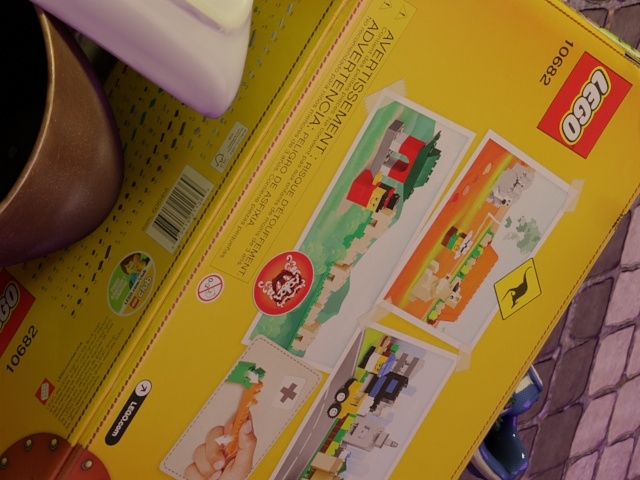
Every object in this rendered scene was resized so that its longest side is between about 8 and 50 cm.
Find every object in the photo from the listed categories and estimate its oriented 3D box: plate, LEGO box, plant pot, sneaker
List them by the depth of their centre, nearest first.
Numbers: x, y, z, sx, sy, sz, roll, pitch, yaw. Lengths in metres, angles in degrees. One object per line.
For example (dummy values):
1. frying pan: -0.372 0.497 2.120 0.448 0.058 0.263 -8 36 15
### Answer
1. plate: -0.102 -0.248 1.213 0.278 0.045 0.277 32 61 -54
2. plant pot: -0.221 -0.068 1.275 0.215 0.215 0.230 -63 160 -1
3. LEGO box: 0.000 0.000 1.489 0.372 0.193 0.500 27 97 -44
4. sneaker: 0.170 0.106 1.963 0.112 0.131 0.296 -29 133 -38

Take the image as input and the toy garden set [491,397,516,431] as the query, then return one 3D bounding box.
1. toy garden set: 0.114 0.138 1.835 0.049 0.244 0.204 47 48 -13
